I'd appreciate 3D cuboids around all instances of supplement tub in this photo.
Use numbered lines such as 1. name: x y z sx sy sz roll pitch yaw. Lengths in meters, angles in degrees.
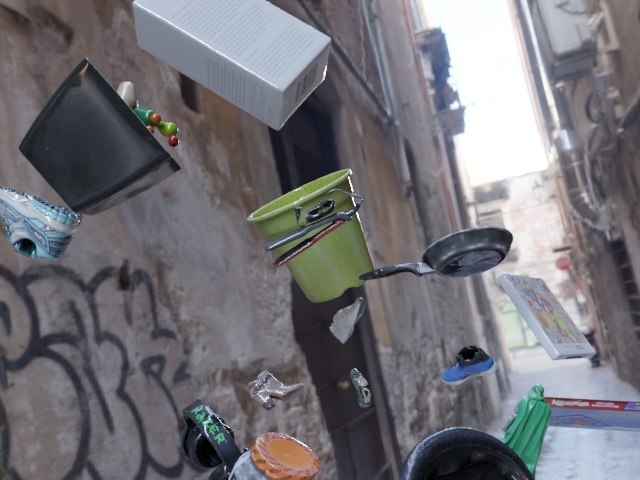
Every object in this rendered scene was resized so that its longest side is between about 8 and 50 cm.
1. supplement tub: -0.130 0.594 1.502 0.193 0.316 0.193 22 11 -5

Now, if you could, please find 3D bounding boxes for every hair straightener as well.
1. hair straightener: -0.018 -0.038 1.423 0.230 0.089 0.047 -30 17 4

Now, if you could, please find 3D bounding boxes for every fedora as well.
1. fedora: 0.277 0.540 1.371 0.333 0.334 0.153 -6 -31 -29

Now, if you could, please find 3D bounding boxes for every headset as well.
1. headset: -0.233 0.545 1.782 0.185 0.243 0.394 -32 -36 -24

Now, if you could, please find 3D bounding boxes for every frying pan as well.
1. frying pan: 0.251 0.038 1.458 0.325 0.053 0.197 -8 -27 -6

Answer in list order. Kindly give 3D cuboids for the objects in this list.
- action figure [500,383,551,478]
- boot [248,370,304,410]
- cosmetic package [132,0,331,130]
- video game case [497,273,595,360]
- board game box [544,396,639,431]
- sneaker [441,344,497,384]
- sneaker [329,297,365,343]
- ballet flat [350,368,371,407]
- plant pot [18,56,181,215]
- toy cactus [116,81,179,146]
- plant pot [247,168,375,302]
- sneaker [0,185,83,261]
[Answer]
1. action figure: 0.445 0.427 1.518 0.137 0.232 0.063 22 -1 -10
2. boot: -0.108 0.341 1.620 0.118 0.087 0.042 -26 -35 -21
3. cosmetic package: -0.226 -0.505 1.767 0.230 0.453 0.162 -52 -11 -29
4. video game case: 0.530 0.177 1.616 0.206 0.227 0.026 8 -46 -47
5. board game box: 0.645 0.406 1.605 0.281 0.027 0.145 2 -33 5
6. sneaker: 0.342 0.298 1.671 0.152 0.085 0.058 -24 27 41
7. sneaker: 0.065 0.195 1.741 0.053 0.061 0.152 -39 -20 -51
8. ballet flat: 0.118 0.411 1.927 0.041 0.115 0.041 -15 6 2
9. plant pot: -0.347 -0.139 1.076 0.167 0.188 0.187 -42 4 -4
10. toy cactus: -0.389 -0.237 1.386 0.218 0.181 0.112 -7 -33 6
11. plant pot: 0.000 0.000 1.663 0.275 0.254 0.276 -24 10 5
12. sneaker: -0.608 -0.034 1.413 0.282 0.122 0.110 17 -4 40
